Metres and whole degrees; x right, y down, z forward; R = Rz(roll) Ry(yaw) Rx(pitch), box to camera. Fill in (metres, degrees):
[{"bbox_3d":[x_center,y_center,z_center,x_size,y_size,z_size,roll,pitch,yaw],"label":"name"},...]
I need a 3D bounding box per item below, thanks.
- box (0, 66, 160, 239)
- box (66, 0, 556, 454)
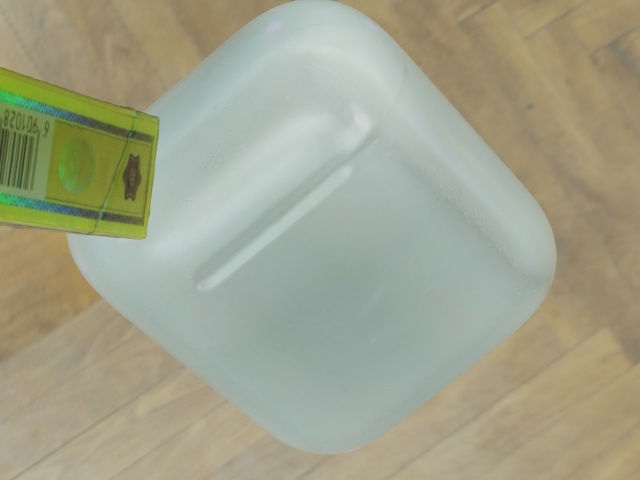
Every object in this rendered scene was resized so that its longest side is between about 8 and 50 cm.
[{"bbox_3d":[-0.168,-0.041,0.725,0.141,0.220,0.064,7,87,16],"label":"box"},{"bbox_3d":[0.000,-0.001,1.364,0.288,0.141,0.349,-39,126,11],"label":"box"}]
